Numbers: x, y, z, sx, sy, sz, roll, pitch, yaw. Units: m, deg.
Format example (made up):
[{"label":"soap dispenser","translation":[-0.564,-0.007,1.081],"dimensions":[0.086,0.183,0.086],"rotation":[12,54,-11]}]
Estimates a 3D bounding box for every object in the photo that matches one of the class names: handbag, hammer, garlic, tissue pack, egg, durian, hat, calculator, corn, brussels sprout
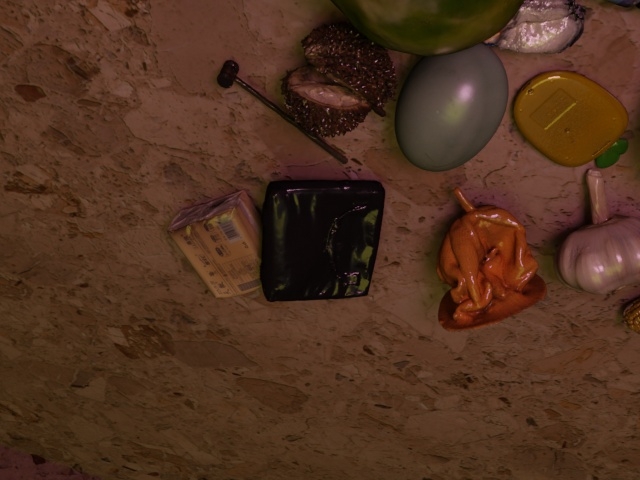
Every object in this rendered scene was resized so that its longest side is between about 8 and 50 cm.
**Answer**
[{"label":"handbag","translation":[0.000,0.000,1.176],"dimensions":[0.244,0.088,0.275],"rotation":[-1,119,-11]},{"label":"hammer","translation":[-0.061,-0.224,1.072],"dimensions":[0.292,0.058,0.029],"rotation":[34,132,-23]},{"label":"garlic","translation":[0.512,-0.019,1.075],"dimensions":[0.199,0.199,0.225],"rotation":[-17,96,23]},{"label":"tissue pack","translation":[-0.195,0.016,1.260],"dimensions":[0.186,0.090,0.222],"rotation":[-18,125,19]},{"label":"egg","translation":[0.208,-0.213,0.948],"dimensions":[0.168,0.168,0.231],"rotation":[18,136,-5]},{"label":"durian","translation":[0.038,-0.253,0.958],"dimensions":[0.196,0.167,0.196],"rotation":[-2,142,-2]},{"label":"hat","translation":[0.286,0.010,1.112],"dimensions":[0.244,0.233,0.233],"rotation":[-26,104,-19]},{"label":"calculator","translation":[0.438,-0.200,1.005],"dimensions":[0.235,0.032,0.146],"rotation":[30,128,-16]},{"label":"corn","translation":[0.724,0.118,1.183],"dimensions":[0.080,0.080,0.238],"rotation":[35,128,-17]},{"label":"brussels sprout","translation":[0.127,-0.401,0.743],"dimensions":[0.268,0.344,0.344],"rotation":[-24,121,38]}]

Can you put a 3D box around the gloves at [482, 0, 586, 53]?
[{"label":"gloves","translation":[0.324,-0.339,0.884],"dimensions":[0.153,0.070,0.114],"rotation":[10,143,3]}]

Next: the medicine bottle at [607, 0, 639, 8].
[{"label":"medicine bottle","translation":[0.439,-0.377,0.827],"dimensions":[0.203,0.083,0.083],"rotation":[18,130,-2]}]
